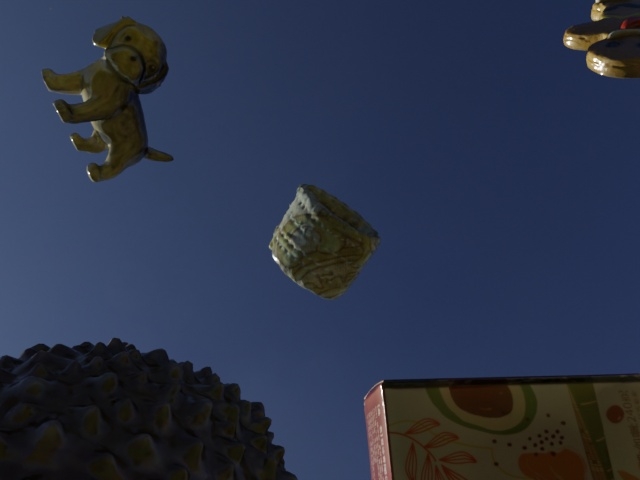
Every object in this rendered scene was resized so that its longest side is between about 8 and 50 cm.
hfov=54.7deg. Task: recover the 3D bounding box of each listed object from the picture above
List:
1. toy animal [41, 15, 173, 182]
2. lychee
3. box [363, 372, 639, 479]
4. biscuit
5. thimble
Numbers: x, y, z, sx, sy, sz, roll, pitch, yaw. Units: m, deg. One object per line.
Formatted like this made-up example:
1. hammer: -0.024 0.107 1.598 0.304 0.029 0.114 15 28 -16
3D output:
1. toy animal: -0.304 -0.201 0.905 0.169 0.121 0.233 -16 -45 -26
2. lychee: -0.190 0.248 0.426 0.381 0.432 0.380 9 -57 14
3. box: 0.244 0.359 0.724 0.345 0.385 0.122 1 -26 -9
4. biscuit: 0.345 -0.226 0.659 0.240 0.158 0.035 -47 -44 -46
5. thimble: 0.000 0.000 1.126 0.143 0.190 0.137 -55 -15 19
